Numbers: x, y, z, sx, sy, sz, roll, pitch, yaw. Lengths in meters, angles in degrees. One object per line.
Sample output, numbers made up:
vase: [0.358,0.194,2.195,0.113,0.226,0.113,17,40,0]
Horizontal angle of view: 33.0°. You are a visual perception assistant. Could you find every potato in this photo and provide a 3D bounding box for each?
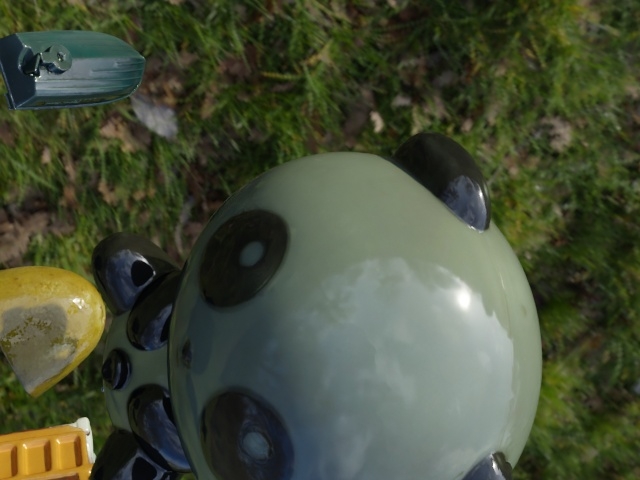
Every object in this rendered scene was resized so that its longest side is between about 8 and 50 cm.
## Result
potato: [-0.392,0.116,1.575,0.158,0.178,0.204,-22,105,-11]

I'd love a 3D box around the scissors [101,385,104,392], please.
scissors: [-0.187,0.267,1.562,0.360,0.029,0.191,37,73,-48]

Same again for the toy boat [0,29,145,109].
toy boat: [-0.378,-0.262,1.676,0.296,0.122,0.114,-16,87,-58]

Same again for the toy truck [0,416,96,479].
toy truck: [-0.248,0.275,1.011,0.114,0.135,0.270,-7,132,-11]

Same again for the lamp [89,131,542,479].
lamp: [-0.011,0.059,0.534,0.197,0.243,0.198,16,70,-50]
